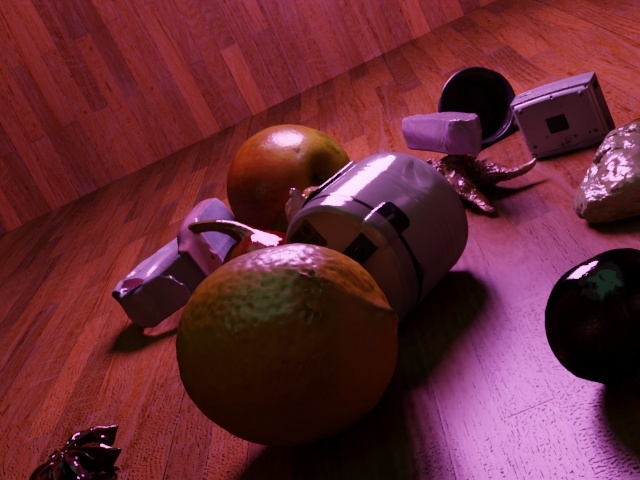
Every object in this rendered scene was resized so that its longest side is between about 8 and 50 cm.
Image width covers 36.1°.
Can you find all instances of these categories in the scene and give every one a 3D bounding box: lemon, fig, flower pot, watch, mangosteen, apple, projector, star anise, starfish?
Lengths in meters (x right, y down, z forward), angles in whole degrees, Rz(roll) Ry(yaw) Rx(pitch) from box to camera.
[{"bbox_3d":[-0.041,0.124,1.183,0.267,0.267,0.267,-24,18,8],"label":"lemon"},{"bbox_3d":[-0.093,0.041,1.555,0.175,0.207,0.175,-22,10,4],"label":"fig"},{"bbox_3d":[0.302,-0.263,1.973,0.157,0.157,0.107,-29,5,-7],"label":"flower pot"},{"bbox_3d":[-0.270,0.061,1.888,0.241,0.161,0.253,-34,11,21],"label":"watch"},{"bbox_3d":[0.306,0.085,0.994,0.153,0.152,0.152,-24,18,8],"label":"mangosteen"},{"bbox_3d":[-0.052,-0.104,1.908,0.226,0.246,0.246,-7,26,45],"label":"apple"},{"bbox_3d":[0.417,-0.212,1.697,0.147,0.115,0.061,-14,24,34],"label":"projector"},{"bbox_3d":[-0.351,0.316,1.385,0.168,0.057,0.168,-23,18,8],"label":"star anise"},{"bbox_3d":[0.214,-0.095,1.708,0.302,0.084,0.293,-26,15,-13],"label":"starfish"}]

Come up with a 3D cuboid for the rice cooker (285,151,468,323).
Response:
[{"bbox_3d":[0.074,0.003,1.408,0.226,0.226,0.244,-9,27,44],"label":"rice cooker"}]

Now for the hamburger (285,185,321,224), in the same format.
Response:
[{"bbox_3d":[0.034,-0.028,1.603,0.208,0.135,0.155,-4,1,-22],"label":"hamburger"}]

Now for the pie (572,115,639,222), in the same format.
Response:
[{"bbox_3d":[0.466,-0.117,1.400,0.201,0.090,0.248,-7,29,39],"label":"pie"}]

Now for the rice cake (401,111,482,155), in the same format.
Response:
[{"bbox_3d":[0.213,-0.192,1.765,0.064,0.070,0.399,-12,8,-6],"label":"rice cake"}]
